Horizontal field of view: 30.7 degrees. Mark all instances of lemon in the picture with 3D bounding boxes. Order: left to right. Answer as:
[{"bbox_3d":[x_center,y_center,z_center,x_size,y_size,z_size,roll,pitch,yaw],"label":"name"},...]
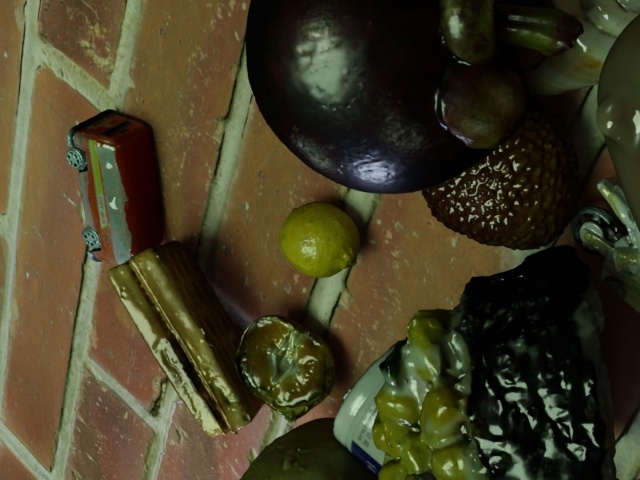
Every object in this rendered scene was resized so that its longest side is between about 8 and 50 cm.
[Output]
[{"bbox_3d":[0.000,0.000,1.683,0.133,0.109,0.109,39,135,29],"label":"lemon"}]

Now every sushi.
[{"bbox_3d":[0.196,0.182,1.360,0.286,0.328,0.328,-4,99,13],"label":"sushi"}]

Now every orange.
[{"bbox_3d":[-0.051,0.195,1.842,0.160,0.112,0.169,-10,94,13],"label":"orange"}]

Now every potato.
[{"bbox_3d":[-0.008,0.405,1.737,0.219,0.359,0.269,10,100,15],"label":"potato"}]

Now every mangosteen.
[{"bbox_3d":[0.093,-0.203,1.190,0.347,0.307,0.306,-10,105,39],"label":"mangosteen"}]

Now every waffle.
[{"bbox_3d":[-0.206,0.159,1.905,0.098,0.224,0.327,-29,90,9],"label":"waffle"}]

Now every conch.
[{"bbox_3d":[0.268,-0.223,1.262,0.158,0.127,0.255,55,140,5],"label":"conch"}]

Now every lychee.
[{"bbox_3d":[0.211,-0.080,1.362,0.194,0.194,0.194,24,128,35],"label":"lychee"}]

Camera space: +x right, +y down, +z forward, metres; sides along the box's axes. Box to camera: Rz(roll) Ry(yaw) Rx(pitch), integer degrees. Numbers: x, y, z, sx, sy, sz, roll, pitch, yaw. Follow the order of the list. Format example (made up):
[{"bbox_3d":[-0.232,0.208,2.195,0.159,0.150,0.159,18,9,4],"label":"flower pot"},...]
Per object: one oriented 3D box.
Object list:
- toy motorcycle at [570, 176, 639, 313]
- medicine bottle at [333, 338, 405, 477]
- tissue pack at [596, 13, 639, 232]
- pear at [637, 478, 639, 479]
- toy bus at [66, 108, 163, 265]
[{"bbox_3d":[0.391,0.022,1.325,0.228,0.074,0.151,48,136,16],"label":"toy motorcycle"},{"bbox_3d":[0.197,0.303,1.596,0.332,0.190,0.189,39,135,24],"label":"medicine bottle"},{"bbox_3d":[0.432,-0.061,1.081,0.267,0.277,0.387,-18,100,46],"label":"tissue pack"},{"bbox_3d":[0.449,0.387,1.335,0.281,0.281,0.280,24,128,35],"label":"pear"},{"bbox_3d":[-0.341,-0.079,1.983,0.120,0.121,0.265,14,123,29],"label":"toy bus"}]
